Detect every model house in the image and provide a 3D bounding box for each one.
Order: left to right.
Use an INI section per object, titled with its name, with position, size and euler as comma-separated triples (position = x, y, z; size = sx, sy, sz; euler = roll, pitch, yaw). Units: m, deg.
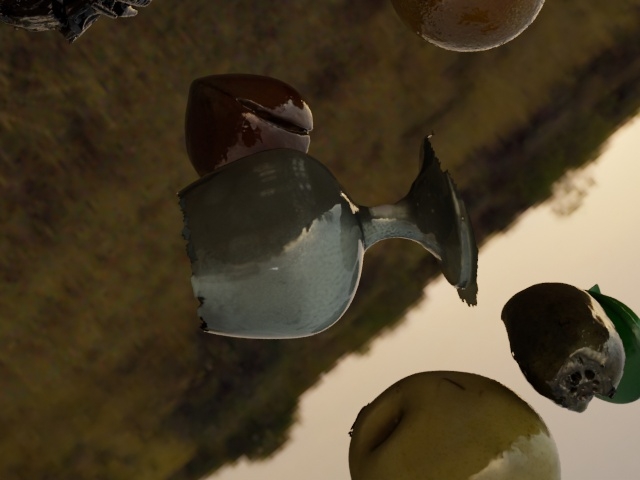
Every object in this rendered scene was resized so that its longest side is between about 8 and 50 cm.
[model house]
position = -0.344, -0.330, 1.968
size = 0.164, 0.141, 0.203
euler = -44, 162, 11

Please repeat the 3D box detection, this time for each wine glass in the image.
[wine glass]
position = 0.000, 0.000, 1.652
size = 0.323, 0.238, 0.238
euler = -12, 175, -4

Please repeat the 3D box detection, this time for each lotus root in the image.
[lotus root]
position = 0.359, 0.147, 2.097
size = 0.152, 0.160, 0.275
euler = -49, -163, 8

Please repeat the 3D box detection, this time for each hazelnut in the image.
[hazelnut]
position = -0.120, -0.170, 2.111
size = 0.208, 0.208, 0.208
euler = -39, 177, -2

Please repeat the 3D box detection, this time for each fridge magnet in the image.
[fridge magnet]
position = 0.460, 0.171, 2.295
size = 0.088, 0.208, 0.208
euler = -30, 173, -31

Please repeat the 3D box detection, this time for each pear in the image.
[pear]
position = 0.197, 0.338, 2.080
size = 0.309, 0.309, 0.309
euler = -39, 177, -2

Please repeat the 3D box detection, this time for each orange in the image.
[orange]
position = 0.237, -0.439, 2.301
size = 0.274, 0.274, 0.274
euler = -39, 177, -2
